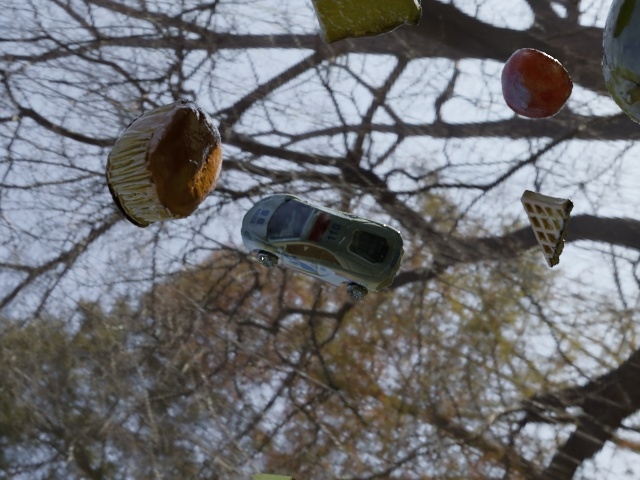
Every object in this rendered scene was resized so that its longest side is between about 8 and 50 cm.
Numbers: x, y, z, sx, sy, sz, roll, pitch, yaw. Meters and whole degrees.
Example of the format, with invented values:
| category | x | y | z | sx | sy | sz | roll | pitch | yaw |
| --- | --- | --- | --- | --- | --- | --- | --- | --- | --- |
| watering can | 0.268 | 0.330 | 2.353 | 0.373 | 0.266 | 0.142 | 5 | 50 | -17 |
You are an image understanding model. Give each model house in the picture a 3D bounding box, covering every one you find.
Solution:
| category | x | y | z | sx | sy | sz | roll | pitch | yaw |
| --- | --- | --- | --- | --- | --- | --- | --- | --- | --- |
| model house | 0.058 | -0.468 | 1.513 | 0.234 | 0.193 | 0.175 | 47 | -143 | -70 |

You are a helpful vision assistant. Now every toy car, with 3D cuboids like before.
| category | x | y | z | sx | sy | sz | roll | pitch | yaw |
| --- | --- | --- | --- | --- | --- | --- | --- | --- | --- |
| toy car | 0.000 | 0.000 | 1.086 | 0.056 | 0.205 | 0.095 | 92 | -160 | -58 |

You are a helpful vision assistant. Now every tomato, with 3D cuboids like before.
| category | x | y | z | sx | sy | sz | roll | pitch | yaw |
| --- | --- | --- | --- | --- | --- | --- | --- | --- | --- |
| tomato | 0.423 | -0.304 | 1.815 | 0.069 | 0.155 | 0.156 | -42 | -48 | -34 |

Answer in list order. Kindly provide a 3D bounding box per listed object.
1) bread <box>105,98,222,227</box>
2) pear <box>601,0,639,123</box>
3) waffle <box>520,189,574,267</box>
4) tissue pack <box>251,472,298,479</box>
| category | x | y | z | sx | sy | sz | roll | pitch | yaw |
| --- | --- | --- | --- | --- | --- | --- | --- | --- | --- |
| bread | -0.205 | -0.108 | 1.227 | 0.132 | 0.114 | 0.190 | 61 | -144 | -31 |
| pear | 0.588 | -0.329 | 1.244 | 0.413 | 0.352 | 0.352 | -46 | -42 | 9 |
| waffle | 0.354 | -0.006 | 1.326 | 0.023 | 0.097 | 0.153 | -40 | -59 | -17 |
| tissue pack | 0.001 | 0.323 | 0.973 | 0.176 | 0.095 | 0.062 | 39 | -116 | -16 |
